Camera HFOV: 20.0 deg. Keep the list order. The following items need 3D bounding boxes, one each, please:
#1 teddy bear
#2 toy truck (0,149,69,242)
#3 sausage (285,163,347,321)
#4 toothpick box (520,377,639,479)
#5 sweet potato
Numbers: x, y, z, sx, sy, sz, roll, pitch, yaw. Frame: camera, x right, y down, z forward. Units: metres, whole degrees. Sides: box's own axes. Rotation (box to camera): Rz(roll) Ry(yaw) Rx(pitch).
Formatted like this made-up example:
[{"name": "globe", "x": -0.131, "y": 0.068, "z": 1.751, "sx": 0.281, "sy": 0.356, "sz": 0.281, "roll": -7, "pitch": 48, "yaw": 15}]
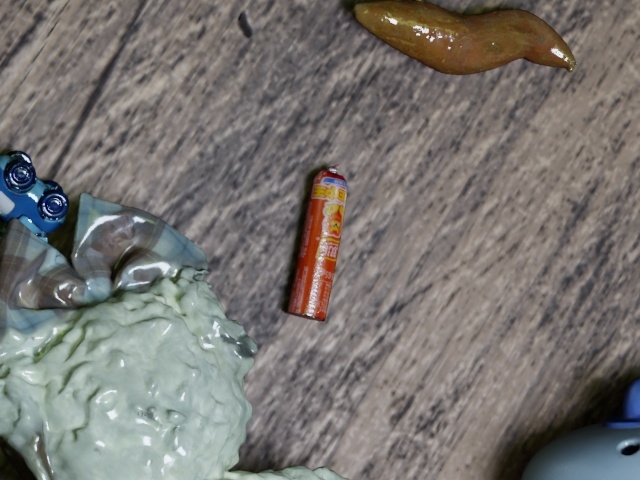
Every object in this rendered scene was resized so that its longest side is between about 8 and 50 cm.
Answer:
[{"name": "teddy bear", "x": -0.134, "y": 0.216, "z": 1.398, "sx": 0.327, "sy": 0.375, "sz": 0.362, "roll": -18, "pitch": 52, "yaw": -18}, {"name": "toy truck", "x": -0.243, "y": -0.020, "z": 1.396, "sx": 0.090, "sy": 0.056, "sz": 0.073, "roll": -45, "pitch": 108, "yaw": -2}, {"name": "sausage", "x": 0.000, "y": 0.000, "z": 1.484, "sx": 0.034, "sy": 0.034, "sz": 0.129, "roll": 13, "pitch": 84, "yaw": -18}, {"name": "toothpick box", "x": 0.287, "y": 0.286, "z": 1.476, "sx": 0.263, "sy": 0.263, "sz": 0.354, "roll": -8, "pitch": 90, "yaw": -18}, {"name": "sweet potato", "x": 0.119, "y": -0.169, "z": 1.521, "sx": 0.202, "sy": 0.058, "sz": 0.055, "roll": 4, "pitch": 44, "yaw": -22}]
